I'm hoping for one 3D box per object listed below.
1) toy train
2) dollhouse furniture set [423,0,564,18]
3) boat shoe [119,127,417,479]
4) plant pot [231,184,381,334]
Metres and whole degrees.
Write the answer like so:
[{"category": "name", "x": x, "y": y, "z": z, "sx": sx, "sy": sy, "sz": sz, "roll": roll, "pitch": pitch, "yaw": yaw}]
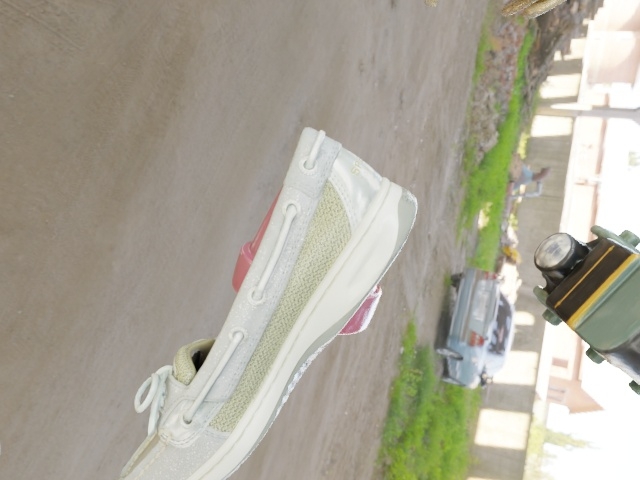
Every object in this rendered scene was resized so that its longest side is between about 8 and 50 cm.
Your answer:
[{"category": "toy train", "x": 0.382, "y": 0.115, "z": 0.586, "sx": 0.142, "sy": 0.334, "sz": 0.190, "roll": -50, "pitch": -163, "yaw": 14}, {"category": "dollhouse furniture set", "x": 0.249, "y": -0.450, "z": 0.812, "sx": 0.212, "sy": 0.161, "sz": 0.242, "roll": 58, "pitch": 6, "yaw": -25}, {"category": "boat shoe", "x": -0.060, "y": 0.070, "z": 0.399, "sx": 0.320, "sy": 0.103, "sz": 0.118, "roll": -52, "pitch": -173, "yaw": 13}, {"category": "plant pot", "x": 0.000, "y": 0.000, "z": 0.706, "sx": 0.201, "sy": 0.201, "sz": 0.180, "roll": -16, "pitch": 126, "yaw": -67}]
